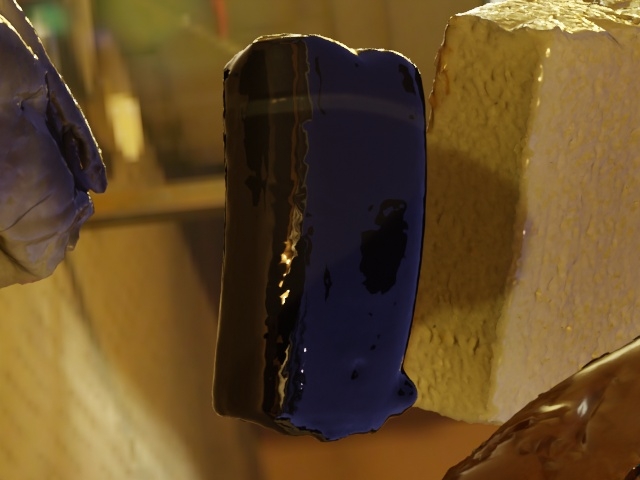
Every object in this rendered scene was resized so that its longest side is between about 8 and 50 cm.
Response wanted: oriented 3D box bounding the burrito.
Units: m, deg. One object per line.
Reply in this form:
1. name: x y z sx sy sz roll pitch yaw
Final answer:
1. burrito: -0.255 -0.112 1.306 0.332 0.135 0.190 62 38 -56

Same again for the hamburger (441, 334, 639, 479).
1. hamburger: 0.071 0.072 0.502 0.102 0.176 0.087 17 -35 46

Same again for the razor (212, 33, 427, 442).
1. razor: 0.000 0.000 0.732 0.090 0.054 0.148 4 88 -44

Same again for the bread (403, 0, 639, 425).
1. bread: 0.100 -0.015 0.881 0.125 0.068 0.188 -12 114 -45
